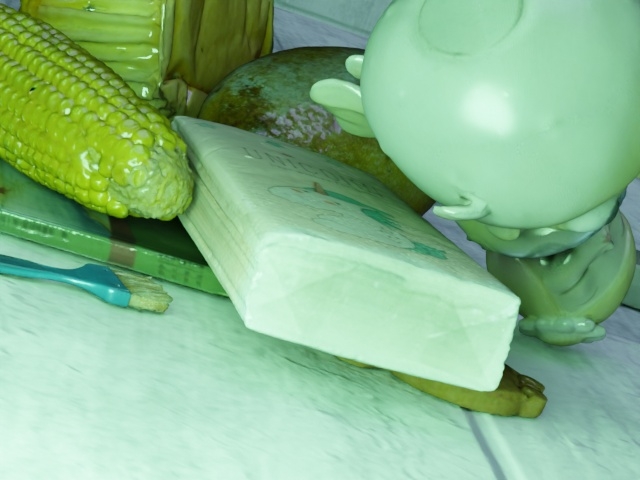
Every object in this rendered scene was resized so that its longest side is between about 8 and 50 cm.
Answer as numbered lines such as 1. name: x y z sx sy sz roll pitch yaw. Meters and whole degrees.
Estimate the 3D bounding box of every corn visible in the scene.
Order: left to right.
1. corn: -0.183 -0.088 1.312 0.261 0.097 0.097 35 18 36

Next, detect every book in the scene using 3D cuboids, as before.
1. book: -0.204 -0.034 1.324 0.289 0.026 0.201 17 13 -15

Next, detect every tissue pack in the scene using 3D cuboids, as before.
1. tissue pack: 0.000 0.000 1.266 0.170 0.071 0.325 14 11 -18

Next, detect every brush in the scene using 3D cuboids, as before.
1. brush: -0.167 0.019 1.165 0.164 0.014 0.051 13 11 -27

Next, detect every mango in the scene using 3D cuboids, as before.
1. mango: -0.005 -0.068 1.569 0.192 0.146 0.316 30 29 14

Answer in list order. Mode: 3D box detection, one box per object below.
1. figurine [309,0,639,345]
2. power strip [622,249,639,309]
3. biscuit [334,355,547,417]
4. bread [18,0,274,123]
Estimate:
1. figurine: 0.132 -0.055 1.395 0.274 0.227 0.394 15 -23 28
2. power strip: 0.430 0.080 1.835 0.367 0.043 0.106 18 11 -5
3. biscuit: 0.057 0.069 1.279 0.184 0.027 0.133 27 12 35
4. bread: -0.151 -0.175 1.622 0.156 0.204 0.288 6 9 15
